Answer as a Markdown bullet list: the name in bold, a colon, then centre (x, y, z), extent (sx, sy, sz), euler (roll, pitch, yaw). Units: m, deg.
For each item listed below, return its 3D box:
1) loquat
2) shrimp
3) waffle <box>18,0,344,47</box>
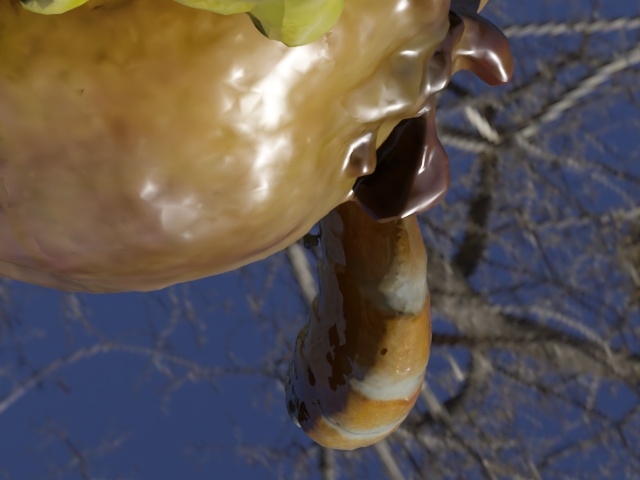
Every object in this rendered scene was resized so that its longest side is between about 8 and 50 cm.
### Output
- **loquat**: centre (-0.062, -0.096, 0.488), extent (0.238, 0.193, 0.238), euler (-3, -123, 5)
- **shrimp**: centre (0.000, 0.000, 0.736), extent (0.049, 0.161, 0.166), euler (-13, -114, -17)
- **waffle**: centre (-0.075, -0.180, 0.311), extent (0.281, 0.301, 0.058), euler (-49, 173, 34)
